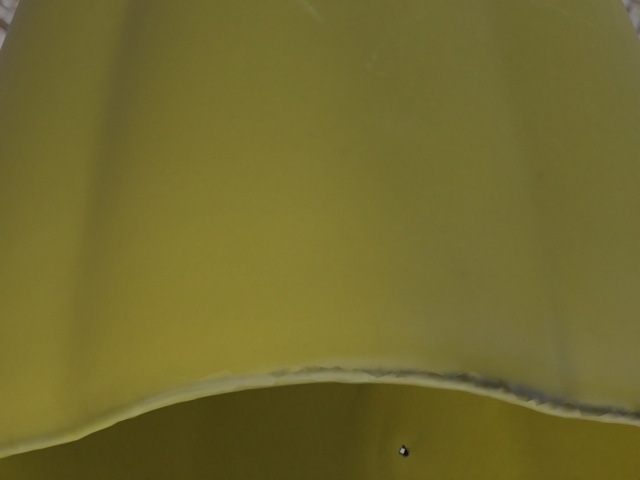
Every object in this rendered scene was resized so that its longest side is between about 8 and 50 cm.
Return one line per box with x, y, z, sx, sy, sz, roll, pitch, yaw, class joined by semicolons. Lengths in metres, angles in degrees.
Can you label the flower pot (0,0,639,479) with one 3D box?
0.000;0.000;0.460;0.195;0.179;0.195;-2;149;-1;flower pot
